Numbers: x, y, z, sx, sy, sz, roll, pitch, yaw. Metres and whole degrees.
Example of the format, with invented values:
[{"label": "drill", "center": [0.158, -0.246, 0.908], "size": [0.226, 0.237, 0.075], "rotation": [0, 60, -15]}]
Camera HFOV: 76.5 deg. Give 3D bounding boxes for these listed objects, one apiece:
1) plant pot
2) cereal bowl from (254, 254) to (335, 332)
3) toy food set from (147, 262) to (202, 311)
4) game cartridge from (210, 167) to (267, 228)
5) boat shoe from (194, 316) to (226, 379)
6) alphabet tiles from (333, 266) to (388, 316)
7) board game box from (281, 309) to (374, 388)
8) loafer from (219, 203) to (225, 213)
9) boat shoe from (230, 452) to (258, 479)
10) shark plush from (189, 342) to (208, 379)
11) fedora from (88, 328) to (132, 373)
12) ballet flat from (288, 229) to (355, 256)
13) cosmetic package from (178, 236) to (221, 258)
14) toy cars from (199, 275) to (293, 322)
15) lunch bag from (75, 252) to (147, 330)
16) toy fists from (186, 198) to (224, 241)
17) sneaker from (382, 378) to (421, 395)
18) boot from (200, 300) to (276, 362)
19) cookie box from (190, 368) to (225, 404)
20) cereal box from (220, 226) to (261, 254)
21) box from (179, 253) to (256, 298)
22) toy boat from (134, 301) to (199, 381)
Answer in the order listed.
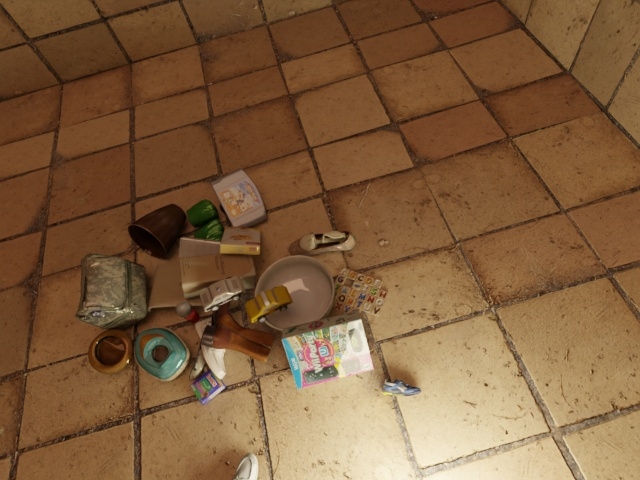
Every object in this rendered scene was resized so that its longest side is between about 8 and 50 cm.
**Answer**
[{"label": "plant pot", "center": [-0.774, -0.070, 1.991], "size": [0.215, 0.215, 0.230], "rotation": [17, 50, 18]}, {"label": "cereal bowl", "center": [-0.100, 0.241, 1.718], "size": [0.339, 0.141, 0.339], "rotation": [-4, 59, 6]}, {"label": "toy food set", "center": [-0.622, 0.217, 1.860], "size": [0.306, 0.092, 0.220], "rotation": [-2, 57, 0]}, {"label": "game cartridge", "center": [-0.394, -0.203, 2.016], "size": [0.198, 0.062, 0.297], "rotation": [-29, 83, -3]}, {"label": "boat shoe", "center": [-0.437, 0.435, 1.683], "size": [0.096, 0.098, 0.277], "rotation": [-28, 58, -8]}, {"label": "alphabet tiles", "center": [0.162, 0.235, 1.756], "size": [0.237, 0.009, 0.198], "rotation": [18, 64, 19]}, {"label": "board game box", "center": [0.028, 0.414, 1.548], "size": [0.303, 0.224, 0.097], "rotation": [-15, 14, 2]}, {"label": "loafer", "center": [-0.421, -0.222, 2.086], "size": [0.078, 0.076, 0.223], "rotation": [32, 74, 19]}, {"label": "boat shoe", "center": [-0.282, 0.864, 1.415], "size": [0.079, 0.081, 0.227], "rotation": [10, 62, 15]}, {"label": "shark plush", "center": [-0.515, 0.493, 1.690], "size": [0.067, 0.073, 0.161], "rotation": [-26, 59, 29]}, {"label": "fedora", "center": [-0.889, 0.478, 1.743], "size": [0.194, 0.079, 0.194], "rotation": [0, 64, 1]}, {"label": "ballet flat", "center": [0.000, 0.000, 1.864], "size": [0.316, 0.106, 0.107], "rotation": [-9, 59, 4]}, {"label": "cosmetic package", "center": [-0.533, 0.044, 1.901], "size": [0.239, 0.060, 0.099], "rotation": [7, 99, -1]}, {"label": "toy cars", "center": [-0.310, 0.224, 1.631], "size": [0.393, 0.087, 0.176], "rotation": [9, 60, 15]}, {"label": "lunch bag", "center": [-0.921, 0.224, 1.767], "size": [0.212, 0.256, 0.305], "rotation": [-27, 58, 20]}, {"label": "toy fists", "center": [-0.557, -0.081, 2.012], "size": [0.142, 0.096, 0.279], "rotation": [-30, 60, 6]}, {"label": "sneaker", "center": [0.305, 0.550, 1.522], "size": [0.144, 0.053, 0.059], "rotation": [0, 58, 8]}, {"label": "boot", "center": [-0.320, 0.357, 1.686], "size": [0.280, 0.096, 0.264], "rotation": [15, 31, -4]}, {"label": "cookie box", "center": [-0.452, 0.585, 1.631], "size": [0.107, 0.040, 0.092], "rotation": [-38, 60, -14]}, {"label": "cereal box", "center": [-0.361, -0.002, 1.860], "size": [0.173, 0.047, 0.240], "rotation": [3, 20, -9]}, {"label": "box", "center": [-0.451, 0.146, 1.789], "size": [0.311, 0.121, 0.148], "rotation": [-8, 56, -19]}, {"label": "toy boat", "center": [-0.638, 0.406, 1.704], "size": [0.267, 0.148, 0.318], "rotation": [25, 67, 22]}]
